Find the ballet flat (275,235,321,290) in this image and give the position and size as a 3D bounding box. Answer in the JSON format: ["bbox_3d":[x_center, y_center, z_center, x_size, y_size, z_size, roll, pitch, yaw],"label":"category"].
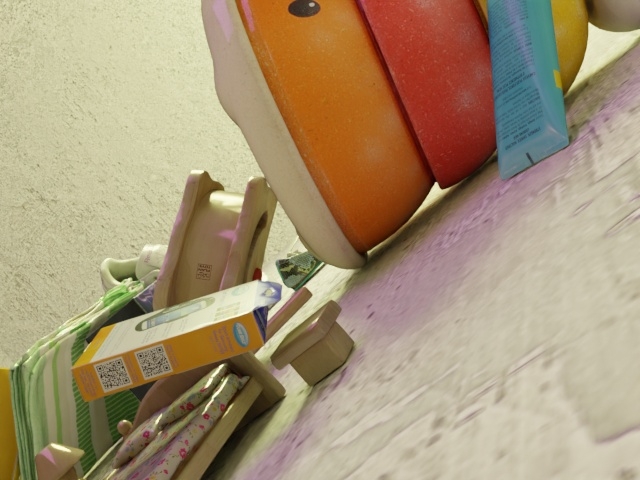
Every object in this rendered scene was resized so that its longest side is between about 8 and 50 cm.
[{"bbox_3d":[0.000,0.000,1.226,0.188,0.070,0.070,-43,4,-34],"label":"ballet flat"}]

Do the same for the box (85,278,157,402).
[{"bbox_3d":[-0.212,0.133,1.129,0.108,0.153,0.207,-39,5,21],"label":"box"}]

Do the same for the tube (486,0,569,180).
[{"bbox_3d":[0.168,-0.158,0.645,0.080,0.052,0.207,139,135,-63],"label":"tube"}]

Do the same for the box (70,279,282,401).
[{"bbox_3d":[-0.088,0.062,0.518,0.136,0.028,0.081,-16,12,2],"label":"box"}]

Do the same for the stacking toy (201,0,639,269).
[{"bbox_3d":[0.148,-0.210,0.814,0.480,0.350,0.350,-24,6,8],"label":"stacking toy"}]

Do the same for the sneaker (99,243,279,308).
[{"bbox_3d":[-0.221,0.078,1.272,0.305,0.152,0.114,-4,42,11],"label":"sneaker"}]

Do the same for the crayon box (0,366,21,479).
[{"bbox_3d":[-0.444,0.292,1.134,0.318,0.081,0.202,130,148,-72],"label":"crayon box"}]

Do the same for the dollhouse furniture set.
[{"bbox_3d":[-0.188,0.148,0.465,0.356,0.173,0.303,-40,4,21],"label":"dollhouse furniture set"}]

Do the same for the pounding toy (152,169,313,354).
[{"bbox_3d":[-0.076,0.059,0.804,0.154,0.155,0.269,82,-163,-62],"label":"pounding toy"}]

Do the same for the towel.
[{"bbox_3d":[-0.329,0.215,1.119,0.038,0.247,0.325,4,18,13],"label":"towel"}]
